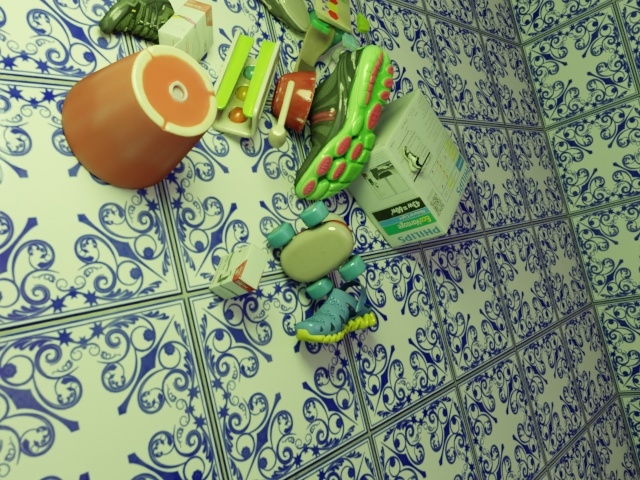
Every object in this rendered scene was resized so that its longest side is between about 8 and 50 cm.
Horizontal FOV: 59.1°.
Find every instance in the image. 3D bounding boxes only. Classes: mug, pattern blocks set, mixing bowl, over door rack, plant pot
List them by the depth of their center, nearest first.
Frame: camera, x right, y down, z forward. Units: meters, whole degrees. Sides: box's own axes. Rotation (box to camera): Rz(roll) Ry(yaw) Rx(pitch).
[{"bbox_3d":[-0.367,-0.272,1.203,0.275,0.243,0.275,18,64,-42],"label":"plant pot"},{"bbox_3d":[-0.084,-0.407,1.615,0.098,0.181,0.181,13,65,-13],"label":"mixing bowl"},{"bbox_3d":[0.036,-0.739,1.783,0.285,0.026,0.324,27,47,-22],"label":"pattern blocks set"},{"bbox_3d":[0.091,-0.478,1.843,0.239,0.108,0.324,50,48,-22],"label":"over door rack"},{"bbox_3d":[0.029,-0.693,1.856,0.129,0.097,0.157,-19,90,-48],"label":"mug"}]

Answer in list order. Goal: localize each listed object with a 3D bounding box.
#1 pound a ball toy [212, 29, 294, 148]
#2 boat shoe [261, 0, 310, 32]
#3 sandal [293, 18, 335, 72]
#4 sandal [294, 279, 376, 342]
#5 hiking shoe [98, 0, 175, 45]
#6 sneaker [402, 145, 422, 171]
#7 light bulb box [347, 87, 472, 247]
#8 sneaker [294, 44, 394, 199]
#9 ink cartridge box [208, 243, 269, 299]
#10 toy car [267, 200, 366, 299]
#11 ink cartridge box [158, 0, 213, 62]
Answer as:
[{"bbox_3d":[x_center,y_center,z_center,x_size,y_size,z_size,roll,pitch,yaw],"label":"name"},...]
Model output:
[{"bbox_3d":[-0.166,-0.383,1.500,0.208,0.135,0.319,14,62,-3],"label":"pound a ball toy"},{"bbox_3d":[-0.157,-0.765,1.709,0.335,0.095,0.112,47,49,-32],"label":"boat shoe"},{"bbox_3d":[-0.038,-0.596,1.776,0.088,0.079,0.240,31,75,-31],"label":"sandal"},{"bbox_3d":[0.038,0.194,1.546,0.317,0.126,0.138,-14,102,-56],"label":"sandal"},{"bbox_3d":[-0.419,-0.520,1.345,0.114,0.086,0.227,55,45,-13],"label":"hiking shoe"},{"bbox_3d":[0.275,-0.247,1.679,0.032,0.037,0.083,-42,106,-41],"label":"sneaker"},{"bbox_3d":[0.284,-0.235,1.874,0.361,0.225,0.358,51,47,-22],"label":"light bulb box"},{"bbox_3d":[0.049,-0.338,1.658,0.185,0.202,0.482,28,86,-48],"label":"sneaker"},{"bbox_3d":[-0.195,0.076,1.344,0.056,0.135,0.099,37,53,-29],"label":"ink cartridge box"},{"bbox_3d":[0.000,0.000,1.572,0.219,0.210,0.238,54,17,-13],"label":"toy car"},{"bbox_3d":[-0.337,-0.489,1.390,0.067,0.115,0.198,19,53,7],"label":"ink cartridge box"}]
